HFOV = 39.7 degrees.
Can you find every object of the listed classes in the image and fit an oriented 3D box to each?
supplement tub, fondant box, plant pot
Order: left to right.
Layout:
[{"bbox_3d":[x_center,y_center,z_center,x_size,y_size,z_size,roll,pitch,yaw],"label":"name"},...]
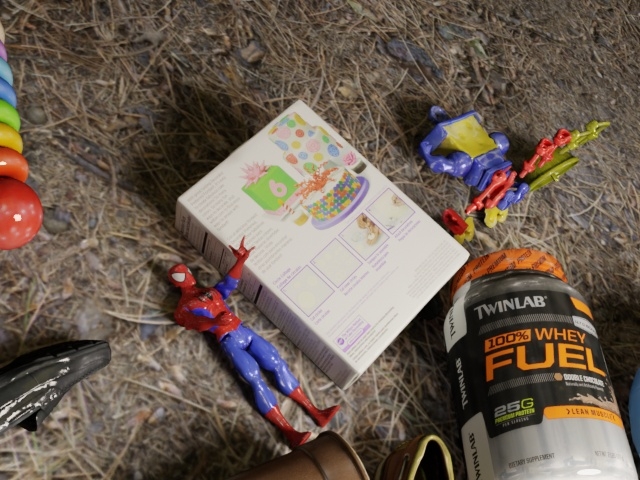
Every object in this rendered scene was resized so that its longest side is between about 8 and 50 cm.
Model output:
[{"bbox_3d":[-0.043,0.309,0.960,0.165,0.167,0.167,-12,61,-24],"label":"plant pot"},{"bbox_3d":[0.000,0.000,1.212,0.330,0.096,0.238,44,65,8],"label":"fondant box"},{"bbox_3d":[0.276,0.192,1.172,0.207,0.207,0.338,10,51,-20],"label":"supplement tub"}]

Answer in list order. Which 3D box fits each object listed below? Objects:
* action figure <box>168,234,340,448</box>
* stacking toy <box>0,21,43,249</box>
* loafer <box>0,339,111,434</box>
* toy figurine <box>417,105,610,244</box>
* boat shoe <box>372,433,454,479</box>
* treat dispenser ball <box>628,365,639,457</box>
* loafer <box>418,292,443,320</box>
[{"bbox_3d":[-0.084,0.113,1.101,0.280,0.139,0.091,44,47,12],"label":"action figure"},{"bbox_3d":[-0.435,-0.135,1.126,0.141,0.141,0.331,-11,68,-33],"label":"stacking toy"},{"bbox_3d":[-0.325,0.171,0.978,0.223,0.076,0.078,-24,105,-45],"label":"loafer"},{"bbox_3d":[0.282,-0.170,1.479,0.362,0.191,0.217,-26,65,-40],"label":"toy figurine"},{"bbox_3d":[0.108,0.371,1.016,0.110,0.104,0.307,13,51,-18],"label":"boat shoe"},{"bbox_3d":[0.579,0.247,1.231,0.288,0.288,0.288,14,50,-17],"label":"treat dispenser ball"},{"bbox_3d":[0.138,0.041,1.319,0.061,0.062,0.170,-12,63,-39],"label":"loafer"}]
